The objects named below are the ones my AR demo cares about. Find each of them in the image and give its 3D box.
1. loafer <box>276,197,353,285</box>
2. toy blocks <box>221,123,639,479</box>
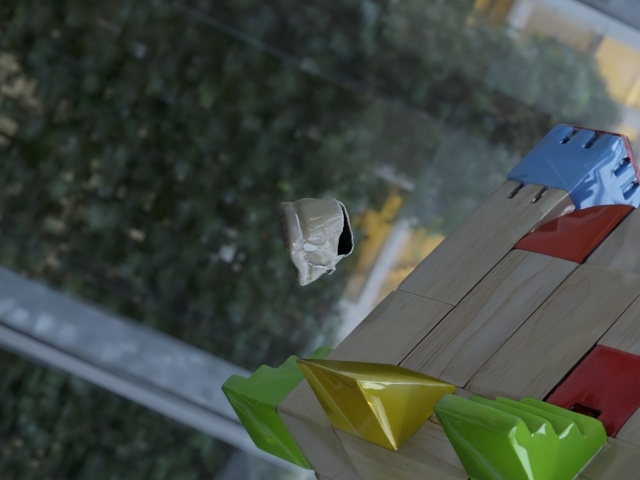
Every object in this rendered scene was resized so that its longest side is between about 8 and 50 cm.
[{"bbox_3d":[0.000,0.000,1.442,0.148,0.050,0.056,53,26,-82],"label":"loafer"},{"bbox_3d":[0.171,0.063,0.943,0.261,0.190,0.381,-44,-145,-24],"label":"toy blocks"}]
